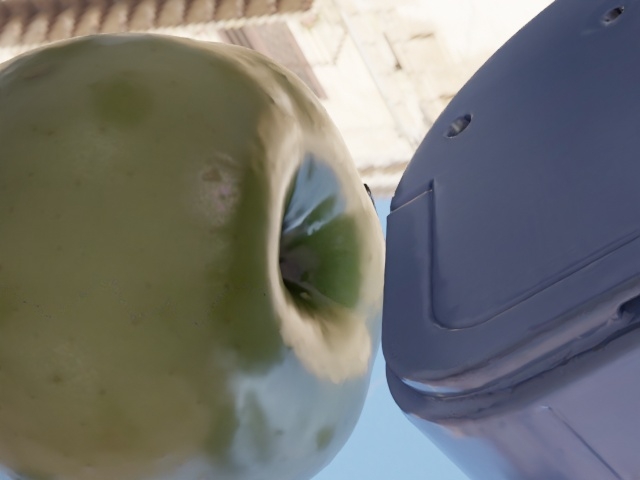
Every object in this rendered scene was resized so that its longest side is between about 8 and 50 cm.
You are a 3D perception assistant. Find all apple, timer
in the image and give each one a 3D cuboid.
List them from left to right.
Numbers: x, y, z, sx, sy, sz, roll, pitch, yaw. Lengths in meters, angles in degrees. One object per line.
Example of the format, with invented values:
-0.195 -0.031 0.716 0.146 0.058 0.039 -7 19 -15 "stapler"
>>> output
-0.134 0.030 0.957 0.357 0.357 0.357 -15 -133 17 "apple"
0.220 -0.035 0.792 0.395 0.173 0.395 -35 -154 20 "timer"

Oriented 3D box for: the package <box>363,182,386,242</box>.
0.000 0.000 1.232 0.171 0.173 0.027 18 -128 40 "package"
